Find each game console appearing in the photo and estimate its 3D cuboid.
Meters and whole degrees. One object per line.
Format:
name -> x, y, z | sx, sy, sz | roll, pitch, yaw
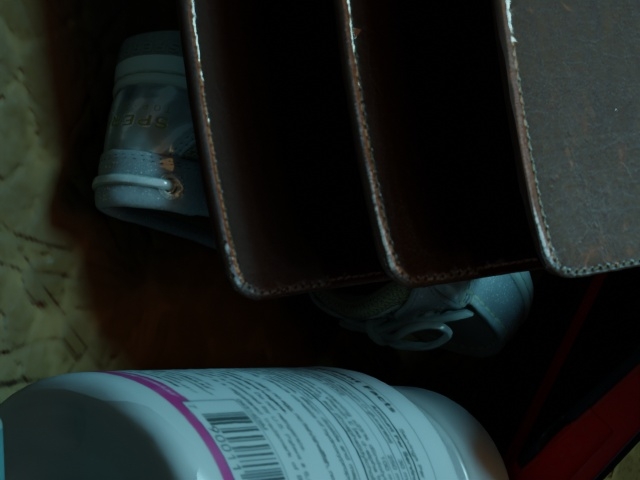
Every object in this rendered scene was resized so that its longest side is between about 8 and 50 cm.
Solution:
game console -> 0.189, 0.038, 1.117 | 0.060, 0.342, 0.386 | 36, 46, -2

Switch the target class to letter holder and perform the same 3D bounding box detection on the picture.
letter holder -> 0.054, -0.129, 0.886 | 0.214, 0.152, 0.302 | -7, 93, -38

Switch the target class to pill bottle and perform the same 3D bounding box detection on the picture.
pill bottle -> -0.030, 0.141, 0.889 | 0.283, 0.160, 0.160 | 5, 81, -56

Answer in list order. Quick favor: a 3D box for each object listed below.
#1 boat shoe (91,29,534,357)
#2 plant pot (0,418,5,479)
boat shoe -> 0.001, -0.001, 1.005 | 0.320, 0.118, 0.103 | 35, 63, -44
plant pot -> -0.206, 0.188, 0.625 | 0.165, 0.165, 0.234 | -24, 112, -55
